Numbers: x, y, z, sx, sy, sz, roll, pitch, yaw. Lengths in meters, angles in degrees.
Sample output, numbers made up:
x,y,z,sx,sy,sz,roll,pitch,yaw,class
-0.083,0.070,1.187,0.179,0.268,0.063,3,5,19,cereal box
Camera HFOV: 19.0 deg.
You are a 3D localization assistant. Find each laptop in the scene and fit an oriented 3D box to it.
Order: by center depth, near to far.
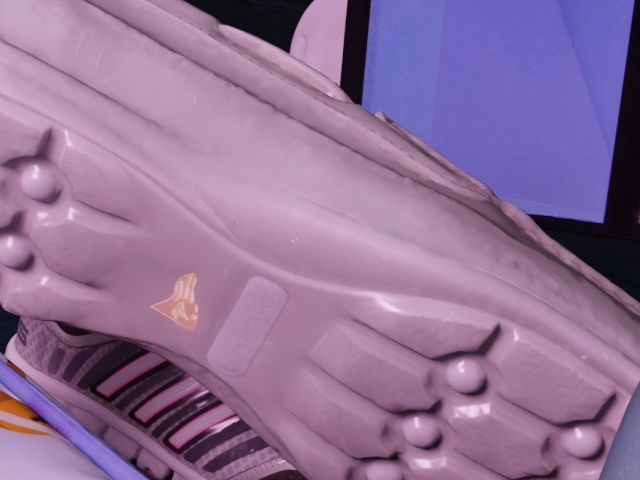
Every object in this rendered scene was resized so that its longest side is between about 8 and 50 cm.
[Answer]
x,y,z,sx,sy,sz,roll,pitch,yaw,class
0.131,-0.093,0.833,0.136,0.234,0.264,-5,21,-26,laptop

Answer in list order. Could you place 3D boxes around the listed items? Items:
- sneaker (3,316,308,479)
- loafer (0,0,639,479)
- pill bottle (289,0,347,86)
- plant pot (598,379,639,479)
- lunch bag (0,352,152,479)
x,y,z,sx,sy,sz,roll,pitch,yaw,class
-0.034,0.040,0.631,0.170,0.075,0.063,18,21,27,sneaker
0.000,0.000,0.557,0.319,0.112,0.111,31,40,-8,loafer
0.074,-0.098,1.051,0.169,0.094,0.094,-11,25,-41,pill bottle
0.187,0.045,0.362,0.290,0.195,0.290,-3,33,2,plant pot
-0.137,0.091,0.396,0.243,0.115,0.303,-3,19,-32,lunch bag
